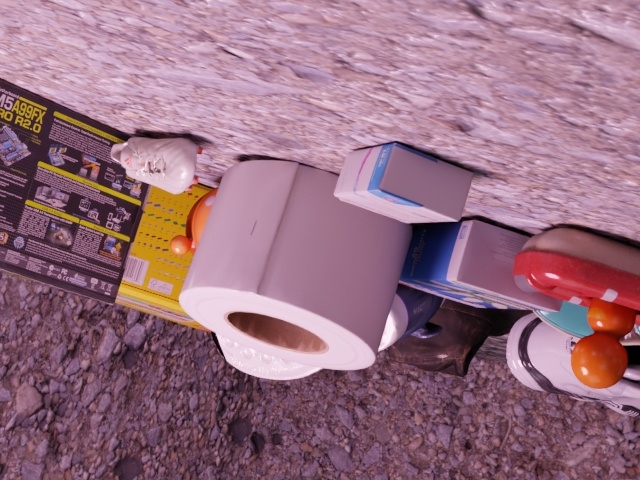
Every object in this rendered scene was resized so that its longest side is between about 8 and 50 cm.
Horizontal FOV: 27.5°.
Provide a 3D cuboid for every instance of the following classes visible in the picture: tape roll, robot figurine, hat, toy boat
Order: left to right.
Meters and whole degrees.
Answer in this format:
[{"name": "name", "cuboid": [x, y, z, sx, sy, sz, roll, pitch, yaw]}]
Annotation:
[{"name": "robot figurine", "cuboid": [-0.116, -0.016, 1.793, 0.158, 0.128, 0.219, 21, 174, -10]}, {"name": "tape roll", "cuboid": [-0.028, 0.034, 1.564, 0.246, 0.169, 0.246, 16, 161, 6]}, {"name": "hat", "cuboid": [0.190, 0.151, 2.130, 0.331, 0.133, 0.331, 11, 160, 4]}, {"name": "toy boat", "cuboid": [0.311, 0.085, 1.392, 0.231, 0.151, 0.151, 18, 174, -4]}]

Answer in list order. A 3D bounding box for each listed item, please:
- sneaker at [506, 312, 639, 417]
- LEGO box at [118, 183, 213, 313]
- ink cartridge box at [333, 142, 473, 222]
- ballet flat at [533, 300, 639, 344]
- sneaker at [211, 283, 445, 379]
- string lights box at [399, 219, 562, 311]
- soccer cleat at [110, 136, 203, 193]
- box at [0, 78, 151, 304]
[{"name": "sneaker", "cuboid": [0.460, 0.175, 1.833, 0.366, 0.137, 0.210, 12, 171, -26]}, {"name": "LEGO box", "cuboid": [-0.301, -0.002, 2.073, 0.500, 0.193, 0.372, 19, 172, -16]}, {"name": "ink cartridge box", "cuboid": [0.078, -0.054, 1.266, 0.089, 0.052, 0.122, 20, 172, -19]}, {"name": "ballet flat", "cuboid": [0.384, 0.091, 1.624, 0.249, 0.086, 0.086, 14, 173, 19]}, {"name": "sneaker", "cuboid": [0.032, 0.087, 1.849, 0.323, 0.130, 0.236, -12, -167, 34]}, {"name": "string lights box", "cuboid": [0.190, 0.031, 1.595, 0.133, 0.076, 0.260, 17, 174, -13]}, {"name": "soccer cleat", "cuboid": [-0.200, -0.094, 1.583, 0.076, 0.068, 0.196, 9, -179, -24]}, {"name": "box", "cuboid": [-0.342, -0.057, 1.627, 0.060, 0.216, 0.270, 9, 170, 45]}]
